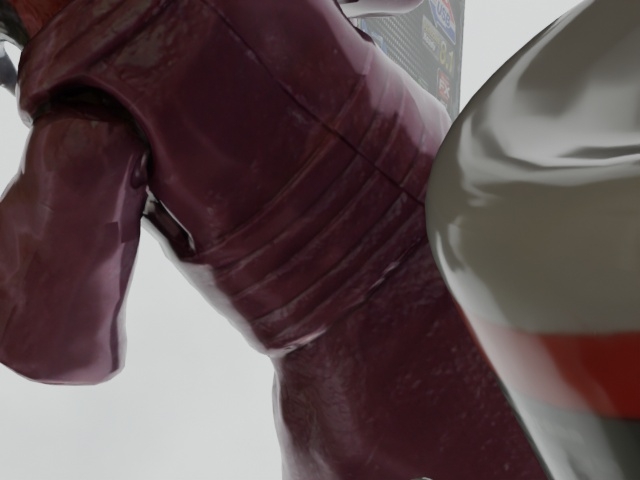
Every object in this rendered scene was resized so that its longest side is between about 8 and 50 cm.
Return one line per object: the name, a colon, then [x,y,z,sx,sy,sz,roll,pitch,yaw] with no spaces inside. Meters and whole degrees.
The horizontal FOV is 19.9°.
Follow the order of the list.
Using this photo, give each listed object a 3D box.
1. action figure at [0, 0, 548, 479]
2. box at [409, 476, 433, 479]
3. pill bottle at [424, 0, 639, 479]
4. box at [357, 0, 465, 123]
action figure: [0.000,0.000,0.590,0.248,0.370,0.276,-57,-159,-17]
box: [-0.036,0.156,0.302,0.181,0.182,0.119,-30,-82,15]
pill bottle: [0.192,0.094,0.425,0.210,0.210,0.363,-22,-72,25]
box: [0.008,-0.169,0.969,0.060,0.270,0.216,-2,-108,23]
